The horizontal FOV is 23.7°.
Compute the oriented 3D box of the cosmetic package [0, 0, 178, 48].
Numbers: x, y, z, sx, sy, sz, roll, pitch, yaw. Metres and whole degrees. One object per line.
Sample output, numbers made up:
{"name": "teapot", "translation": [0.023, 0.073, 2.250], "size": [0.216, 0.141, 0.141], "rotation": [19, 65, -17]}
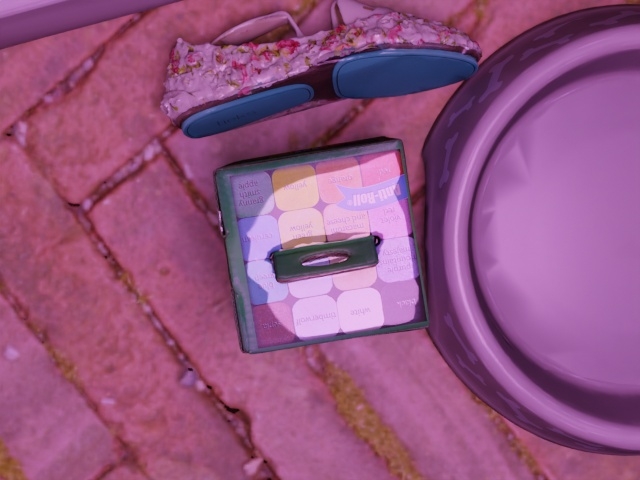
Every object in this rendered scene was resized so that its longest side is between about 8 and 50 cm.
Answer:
{"name": "cosmetic package", "translation": [-0.159, -0.234, 1.052], "size": [0.385, 0.217, 0.156], "rotation": [-14, 94, -3]}

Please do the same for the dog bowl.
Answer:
{"name": "dog bowl", "translation": [0.238, -0.004, 1.129], "size": [0.349, 0.102, 0.349], "rotation": [0, 93, -2]}

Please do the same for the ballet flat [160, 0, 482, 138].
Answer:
{"name": "ballet flat", "translation": [-0.003, -0.139, 1.128], "size": [0.241, 0.091, 0.077], "rotation": [-12, 71, -4]}

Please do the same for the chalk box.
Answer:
{"name": "chalk box", "translation": [0.000, 0.000, 1.067], "size": [0.132, 0.213, 0.132], "rotation": [-8, 93, -1]}
